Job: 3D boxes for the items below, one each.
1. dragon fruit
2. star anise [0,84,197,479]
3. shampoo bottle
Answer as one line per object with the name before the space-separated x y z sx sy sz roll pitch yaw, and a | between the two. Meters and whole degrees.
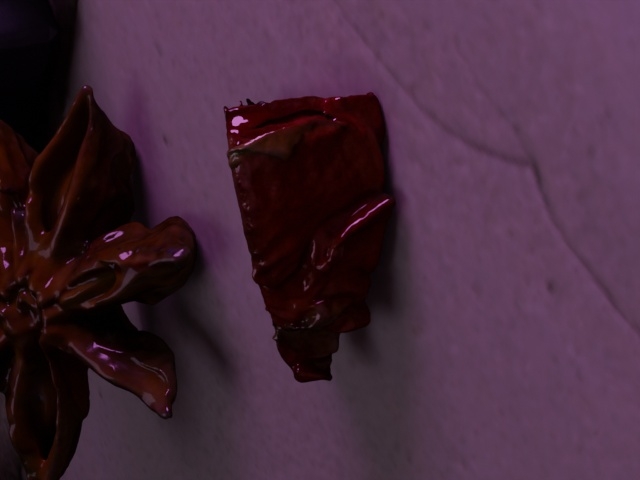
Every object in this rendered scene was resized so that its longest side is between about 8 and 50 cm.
dragon fruit | 0.003 -0.001 0.765 0.097 0.063 0.131 -74 -25 -77
star anise | -0.144 0.020 0.953 0.196 0.111 0.212 33 122 3
shampoo bottle | -0.197 -0.098 1.024 0.098 0.071 0.309 65 151 27
